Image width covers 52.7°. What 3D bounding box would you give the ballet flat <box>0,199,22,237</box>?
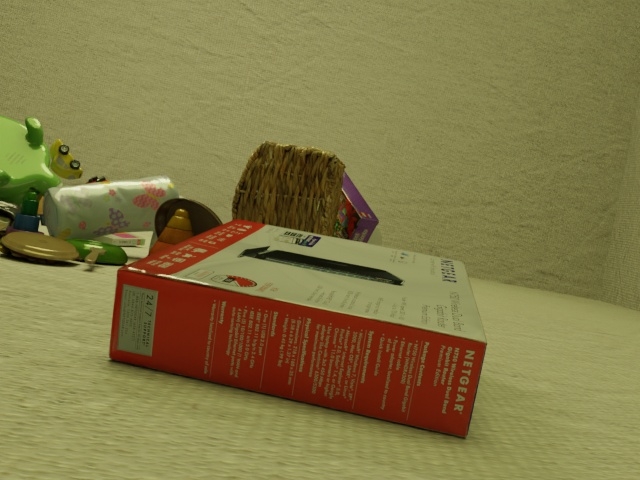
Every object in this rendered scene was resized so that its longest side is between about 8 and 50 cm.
[{"bbox_3d":[-0.713,-0.060,1.243,0.280,0.095,0.096,10,14,-25],"label":"ballet flat"}]

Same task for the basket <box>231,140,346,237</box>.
[{"bbox_3d":[-0.074,-0.057,1.427,0.213,0.299,0.223,9,4,5],"label":"basket"}]

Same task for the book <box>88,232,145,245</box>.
[{"bbox_3d":[-0.518,-0.007,1.614,0.096,0.035,0.144,12,3,17],"label":"book"}]

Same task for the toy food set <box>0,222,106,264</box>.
[{"bbox_3d":[-0.466,0.019,1.074,0.192,0.038,0.132,15,7,-12],"label":"toy food set"}]

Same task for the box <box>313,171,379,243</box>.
[{"bbox_3d":[0.029,-0.053,1.625,0.057,0.201,0.293,10,31,-29],"label":"box"}]

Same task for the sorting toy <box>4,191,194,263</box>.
[{"bbox_3d":[-0.391,-0.020,1.206,0.366,0.126,0.127,11,2,-6],"label":"sorting toy"}]

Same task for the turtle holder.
[{"bbox_3d":[-0.700,-0.143,1.421,0.320,0.243,0.227,3,-40,-23],"label":"turtle holder"}]

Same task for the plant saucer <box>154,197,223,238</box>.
[{"bbox_3d":[-0.248,-0.013,1.267,0.168,0.168,0.029,11,33,20],"label":"plant saucer"}]

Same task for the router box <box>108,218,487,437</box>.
[{"bbox_3d":[0.001,0.062,0.667,0.301,0.082,0.335,10,10,7],"label":"router box"}]

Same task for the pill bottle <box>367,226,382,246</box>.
[{"bbox_3d":[0.000,0.000,1.860,0.334,0.188,0.188,11,1,35],"label":"pill bottle"}]

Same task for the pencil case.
[{"bbox_3d":[-0.430,-0.063,1.342,0.273,0.124,0.113,-12,-2,-33],"label":"pencil case"}]

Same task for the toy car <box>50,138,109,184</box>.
[{"bbox_3d":[-0.547,-0.096,1.502,0.239,0.225,0.053,37,56,25],"label":"toy car"}]

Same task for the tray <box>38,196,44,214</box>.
[{"bbox_3d":[-1.022,-0.134,2.214,0.203,0.076,0.411,10,1,17],"label":"tray"}]

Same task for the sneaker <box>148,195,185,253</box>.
[{"bbox_3d":[-0.304,-0.018,1.558,0.169,0.108,0.292,13,23,-8],"label":"sneaker"}]
